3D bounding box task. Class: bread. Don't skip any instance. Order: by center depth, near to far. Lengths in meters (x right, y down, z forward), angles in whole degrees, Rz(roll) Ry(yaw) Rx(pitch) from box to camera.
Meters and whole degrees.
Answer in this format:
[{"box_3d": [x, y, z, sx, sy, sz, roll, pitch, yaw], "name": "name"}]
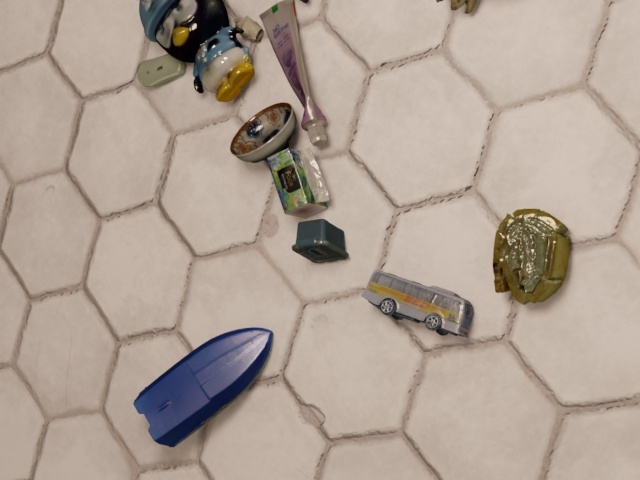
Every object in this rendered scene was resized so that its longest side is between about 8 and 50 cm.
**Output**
[{"box_3d": [0.338, 0.026, 1.723, 0.118, 0.064, 0.156, 0, 86, 30], "name": "bread"}]

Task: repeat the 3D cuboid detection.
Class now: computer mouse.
[{"box_3d": [-0.309, -0.339, 2.115, 0.110, 0.032, 0.055, -17, 80, 16], "name": "computer mouse"}]

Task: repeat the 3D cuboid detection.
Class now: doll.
[{"box_3d": [-0.243, -0.407, 2.021, 0.177, 0.141, 0.314, -47, 71, 31], "name": "doll"}]

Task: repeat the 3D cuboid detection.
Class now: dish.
[{"box_3d": [-0.088, -0.179, 1.964, 0.141, 0.078, 0.141, -29, 30, 19], "name": "dish"}]

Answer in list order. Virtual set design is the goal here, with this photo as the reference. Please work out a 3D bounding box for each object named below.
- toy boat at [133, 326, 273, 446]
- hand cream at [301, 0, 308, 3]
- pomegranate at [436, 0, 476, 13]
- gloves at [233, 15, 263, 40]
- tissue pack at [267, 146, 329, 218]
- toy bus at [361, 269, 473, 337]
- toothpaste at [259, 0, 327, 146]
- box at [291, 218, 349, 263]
[{"box_3d": [-0.202, 0.258, 2.002, 0.295, 0.088, 0.129, -38, 70, 10], "name": "toy boat"}, {"box_3d": [0.034, -0.552, 1.928, 0.091, 0.058, 0.271, 43, 104, 36], "name": "hand cream"}, {"box_3d": [0.263, -0.477, 1.742, 0.187, 0.187, 0.225, 48, 133, 22], "name": "pomegranate"}, {"box_3d": [-0.133, -0.402, 2.023, 0.081, 0.037, 0.044, 21, 62, 33], "name": "gloves"}, {"box_3d": [-0.033, -0.106, 1.922, 0.079, 0.085, 0.111, -24, 75, 24], "name": "tissue pack"}, {"box_3d": [0.167, 0.109, 1.817, 0.191, 0.064, 0.075, 17, 83, 28], "name": "toy bus"}, {"box_3d": [-0.043, -0.309, 1.960, 0.075, 0.048, 0.301, -42, 59, 50], "name": "toothpaste"}, {"box_3d": [0.000, 0.000, 1.895, 0.074, 0.099, 0.054, -11, 67, 27], "name": "box"}]
